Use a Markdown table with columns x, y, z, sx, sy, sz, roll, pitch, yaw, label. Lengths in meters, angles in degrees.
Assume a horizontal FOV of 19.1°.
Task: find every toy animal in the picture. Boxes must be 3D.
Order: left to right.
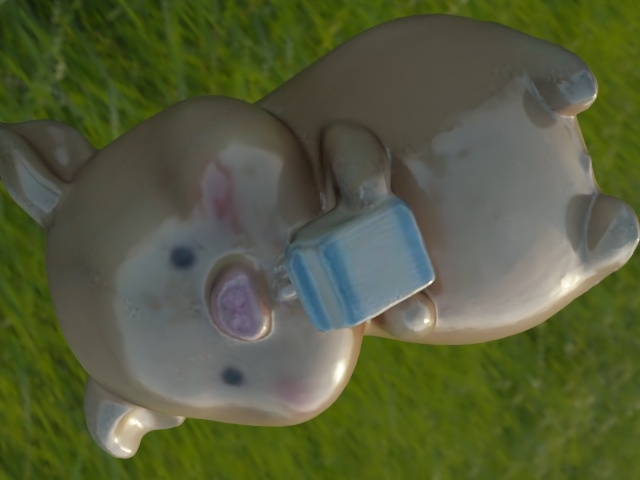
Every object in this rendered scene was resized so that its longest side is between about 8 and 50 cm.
| x | y | z | sx | sy | sz | roll | pitch | yaw | label |
| --- | --- | --- | --- | --- | --- | --- | --- | --- | --- |
| -0.003 | 0.002 | 0.962 | 0.256 | 0.213 | 0.195 | -21 | 105 | -22 | toy animal |
